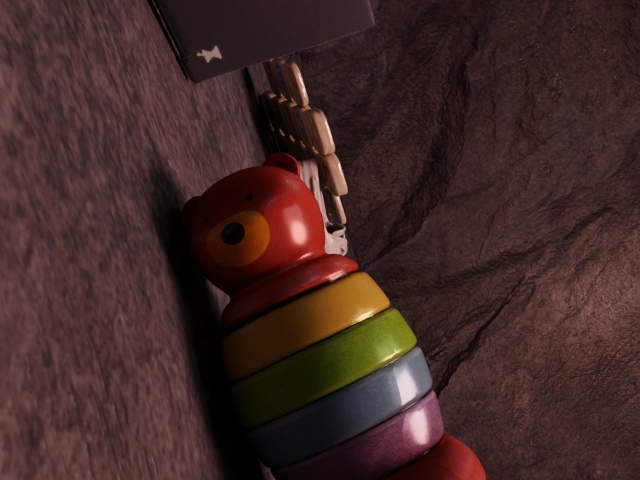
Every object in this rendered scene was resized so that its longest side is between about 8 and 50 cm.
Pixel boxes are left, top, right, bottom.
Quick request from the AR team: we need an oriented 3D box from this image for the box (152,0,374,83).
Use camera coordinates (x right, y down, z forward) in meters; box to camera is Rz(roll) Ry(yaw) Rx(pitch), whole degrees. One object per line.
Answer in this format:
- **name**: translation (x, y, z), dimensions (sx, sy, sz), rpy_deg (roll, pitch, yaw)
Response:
- **box**: translation (-0.105, -0.422, 0.852), dimensions (0.293, 0.212, 0.395), rpy_deg (68, 8, -50)

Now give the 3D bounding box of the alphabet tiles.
- **alphabet tiles**: translation (-0.032, -0.166, 1.338), dimensions (0.284, 0.021, 0.278), rpy_deg (40, -30, 63)

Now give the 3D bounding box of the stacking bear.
- **stacking bear**: translation (-0.011, 0.077, 0.628), dimensions (0.289, 0.175, 0.164), rpy_deg (65, 16, 6)

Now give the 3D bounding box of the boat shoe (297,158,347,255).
- **boat shoe**: translation (0.000, 0.000, 1.278), dimensions (0.096, 0.088, 0.268), rpy_deg (-80, 153, -78)
